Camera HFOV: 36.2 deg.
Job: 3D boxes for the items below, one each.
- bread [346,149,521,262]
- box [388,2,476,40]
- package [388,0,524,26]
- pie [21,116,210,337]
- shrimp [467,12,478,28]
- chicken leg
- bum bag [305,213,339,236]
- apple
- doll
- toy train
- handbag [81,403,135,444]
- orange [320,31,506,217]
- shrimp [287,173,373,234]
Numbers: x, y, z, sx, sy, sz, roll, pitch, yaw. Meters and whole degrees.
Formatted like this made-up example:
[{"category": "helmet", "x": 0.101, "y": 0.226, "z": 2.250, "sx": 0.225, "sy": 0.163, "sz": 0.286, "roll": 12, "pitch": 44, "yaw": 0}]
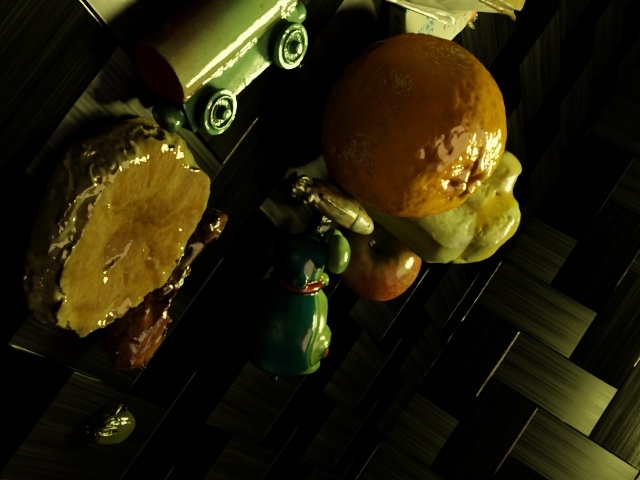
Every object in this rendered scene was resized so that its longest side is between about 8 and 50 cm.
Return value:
[{"category": "bread", "x": 0.254, "y": -0.103, "z": 2.061, "sx": 0.300, "sy": 0.341, "sz": 0.210, "roll": -58, "pitch": -177, "yaw": -15}, {"category": "box", "x": 0.221, "y": -0.465, "z": 1.860, "sx": 0.265, "sy": 0.048, "sz": 0.273, "roll": -47, "pitch": 157, "yaw": -23}, {"category": "package", "x": 0.243, "y": -0.473, "z": 1.643, "sx": 0.311, "sy": 0.165, "sz": 0.221, "roll": 2, "pitch": 109, "yaw": -55}, {"category": "pie", "x": -0.275, "y": -0.016, "z": 1.347, "sx": 0.339, "sy": 0.083, "sz": 0.339, "roll": -48, "pitch": 156, "yaw": -30}, {"category": "shrimp", "x": 0.322, "y": -0.482, "z": 2.092, "sx": 0.038, "sy": 0.029, "sz": 0.092, "roll": -66, "pitch": 164, "yaw": -1}, {"category": "chicken leg", "x": -0.245, "y": 0.069, "z": 1.544, "sx": 0.304, "sy": 0.093, "sz": 0.113, "roll": -59, "pitch": 180, "yaw": -21}, {"category": "bum bag", "x": 0.000, "y": 0.000, "z": 2.017, "sx": 0.087, "sy": 0.049, "sz": 0.198, "roll": 6, "pitch": 115, "yaw": -61}, {"category": "apple", "x": 0.127, "y": 0.041, "z": 2.160, "sx": 0.188, "sy": 0.188, "sz": 0.174, "roll": -53, "pitch": 169, "yaw": -12}, {"category": "doll", "x": -0.057, "y": 0.125, "z": 1.890, "sx": 0.198, "sy": 0.186, "sz": 0.322, "roll": -140, "pitch": -118, "yaw": -81}, {"category": "toy train", "x": -0.128, "y": -0.269, "z": 1.305, "sx": 0.285, "sy": 0.116, "sz": 0.177, "roll": -46, "pitch": 143, "yaw": -26}, {"category": "handbag", "x": -0.359, "y": 0.316, "z": 1.667, "sx": 0.072, "sy": 0.047, "sz": 0.111, "roll": -57, "pitch": 159, "yaw": 13}, {"category": "orange", "x": 0.174, "y": -0.196, "z": 1.761, "sx": 0.340, "sy": 0.293, "sz": 0.340, "roll": -31, "pitch": 149, "yaw": -21}, {"category": "shrimp", "x": 0.005, "y": -0.078, "z": 1.814, "sx": 0.254, "sy": 0.145, "sz": 0.059, "roll": 28, "pitch": 91, "yaw": -44}]
